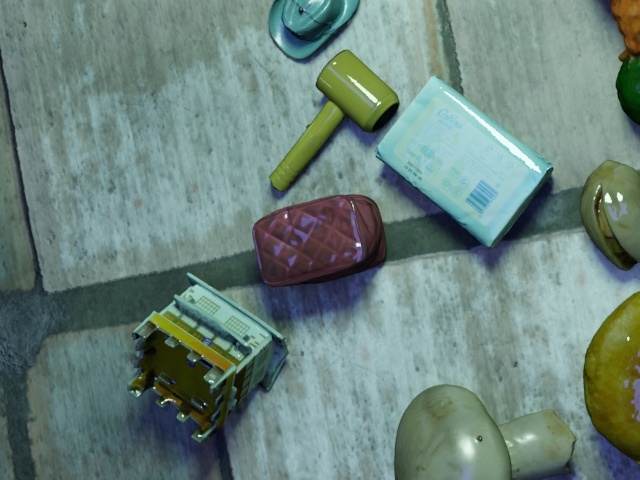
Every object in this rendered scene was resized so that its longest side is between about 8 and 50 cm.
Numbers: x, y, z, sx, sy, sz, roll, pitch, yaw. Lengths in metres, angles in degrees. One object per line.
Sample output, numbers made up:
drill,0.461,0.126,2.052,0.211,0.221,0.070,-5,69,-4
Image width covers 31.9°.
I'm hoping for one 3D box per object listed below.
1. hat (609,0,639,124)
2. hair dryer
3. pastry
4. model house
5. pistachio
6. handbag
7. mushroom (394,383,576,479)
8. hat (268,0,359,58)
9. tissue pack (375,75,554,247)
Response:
hat,0.544,-0.382,1.724,0.285,0.285,0.400,-8,91,19
hair dryer,0.011,-0.192,2.005,0.135,0.090,0.278,44,109,11
pastry,0.589,0.227,1.762,0.356,0.164,0.356,0,89,24
model house,-0.204,0.205,2.005,0.224,0.215,0.198,31,139,17
pistachio,0.492,-0.040,1.824,0.124,0.124,0.185,-17,101,18
handbag,0.000,0.000,1.978,0.225,0.135,0.146,-16,86,22
mushroom,0.271,0.381,1.847,0.290,0.292,0.292,-3,89,-10
hat,-0.019,-0.417,2.007,0.138,0.078,0.191,42,103,12
tissue pack,0.246,-0.134,1.916,0.263,0.089,0.177,41,101,17
